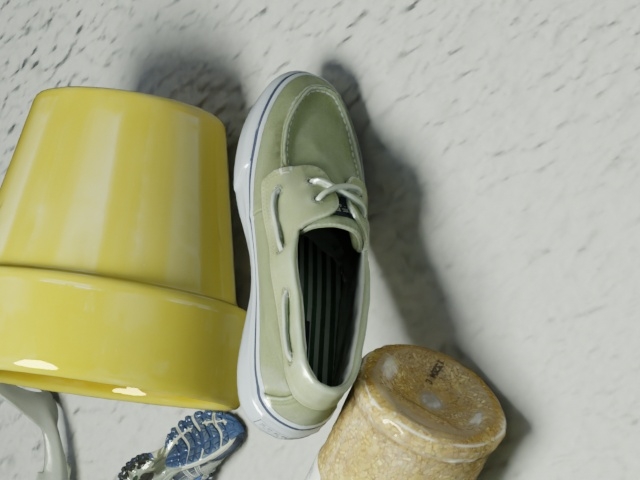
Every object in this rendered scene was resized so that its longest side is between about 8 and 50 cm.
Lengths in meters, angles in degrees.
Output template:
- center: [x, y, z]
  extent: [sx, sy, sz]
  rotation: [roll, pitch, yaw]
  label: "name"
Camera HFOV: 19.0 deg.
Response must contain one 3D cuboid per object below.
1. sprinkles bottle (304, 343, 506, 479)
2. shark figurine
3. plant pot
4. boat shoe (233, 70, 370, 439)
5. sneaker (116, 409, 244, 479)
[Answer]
- center: [0.021, 0.249, 1.469]
  extent: [0.121, 0.121, 0.355]
  rotation: [47, 126, 34]
  label: "sprinkles bottle"
- center: [-0.295, 0.275, 1.838]
  extent: [0.166, 0.116, 0.278]
  rotation: [41, 125, 36]
  label: "shark figurine"
- center: [-0.176, 0.007, 1.588]
  extent: [0.254, 0.254, 0.239]
  rotation: [-3, 76, 49]
  label: "plant pot"
- center: [0.000, 0.000, 1.431]
  extent: [0.094, 0.109, 0.302]
  rotation: [-35, 48, 50]
  label: "boat shoe"
- center: [-0.114, 0.195, 1.674]
  extent: [0.135, 0.058, 0.052]
  rotation: [-31, 45, 25]
  label: "sneaker"
